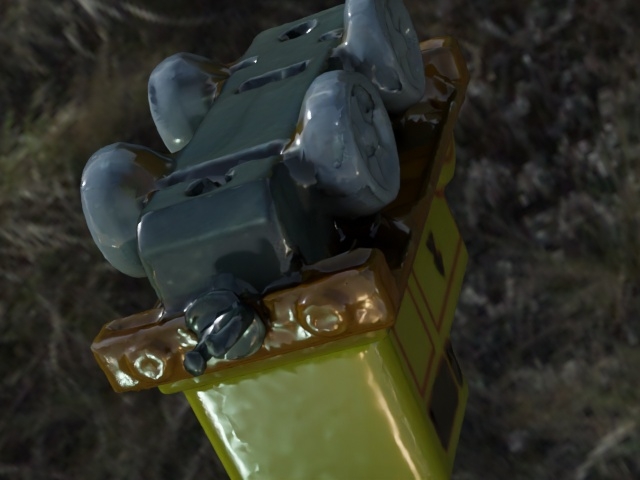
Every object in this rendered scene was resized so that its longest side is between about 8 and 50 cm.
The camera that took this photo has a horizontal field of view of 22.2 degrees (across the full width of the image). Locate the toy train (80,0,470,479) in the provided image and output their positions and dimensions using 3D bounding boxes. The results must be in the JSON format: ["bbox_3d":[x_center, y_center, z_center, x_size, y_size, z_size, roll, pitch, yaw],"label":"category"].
[{"bbox_3d":[0.000,0.000,0.512,0.089,0.127,0.219,-16,23,19],"label":"toy train"}]
